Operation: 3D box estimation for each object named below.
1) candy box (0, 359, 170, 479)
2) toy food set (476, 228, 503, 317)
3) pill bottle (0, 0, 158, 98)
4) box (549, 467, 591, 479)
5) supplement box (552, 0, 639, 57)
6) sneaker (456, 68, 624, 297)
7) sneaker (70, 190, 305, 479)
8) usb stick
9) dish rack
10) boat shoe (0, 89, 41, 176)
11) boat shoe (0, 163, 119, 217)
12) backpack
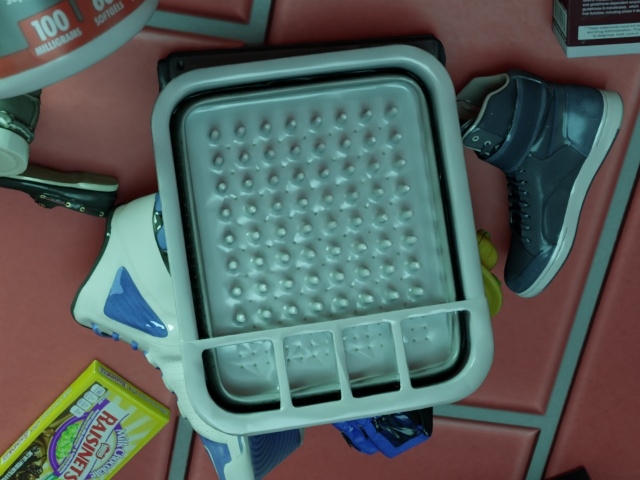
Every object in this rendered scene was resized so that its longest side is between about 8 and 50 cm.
[{"bbox_3d":[-0.269,0.228,1.697,0.105,0.027,0.206,36,111,-24],"label":"candy box"},{"bbox_3d":[0.114,0.032,1.571,0.128,0.071,0.218,35,150,-9],"label":"toy food set"},{"bbox_3d":[-0.295,-0.318,1.291,0.210,0.210,0.363,-20,118,7],"label":"pill bottle"},{"bbox_3d":[0.247,0.510,1.780,0.293,0.212,0.395,-22,119,8],"label":"box"},{"bbox_3d":[0.284,-0.293,1.420,0.130,0.073,0.239,-4,120,-3],"label":"supplement box"},{"bbox_3d":[0.182,-0.059,1.526,0.163,0.086,0.226,11,109,-21],"label":"sneaker"},{"bbox_3d":[-0.138,0.087,1.546,0.182,0.127,0.315,-11,99,34],"label":"sneaker"},{"bbox_3d":[-0.016,-0.154,1.493,0.278,0.045,0.077,-4,120,-1],"label":"usb stick"},{"bbox_3d":[-0.001,-0.002,1.433,0.285,0.072,0.333,-8,90,-9],"label":"dish rack"},{"bbox_3d":[-0.413,-0.142,1.449,0.305,0.091,0.109,14,159,-6],"label":"boat shoe"},{"bbox_3d":[-0.267,-0.050,1.531,0.133,0.049,0.042,10,110,-14],"label":"boat shoe"},{"bbox_3d":[0.053,0.162,1.641,0.101,0.098,0.120,-31,117,17],"label":"backpack"}]
